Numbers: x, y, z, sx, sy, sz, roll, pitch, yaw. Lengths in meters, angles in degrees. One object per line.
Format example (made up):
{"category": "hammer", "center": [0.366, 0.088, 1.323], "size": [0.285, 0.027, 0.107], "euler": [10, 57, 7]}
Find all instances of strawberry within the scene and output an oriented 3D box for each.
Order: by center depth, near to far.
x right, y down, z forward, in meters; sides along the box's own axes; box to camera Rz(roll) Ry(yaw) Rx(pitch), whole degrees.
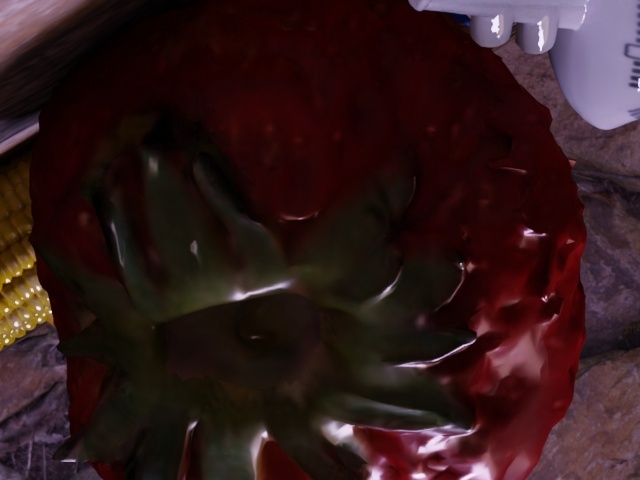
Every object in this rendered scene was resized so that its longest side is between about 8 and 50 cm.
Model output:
{"category": "strawberry", "center": [0.000, 0.000, 0.769], "size": [0.257, 0.257, 0.277], "euler": [-32, -166, 17]}

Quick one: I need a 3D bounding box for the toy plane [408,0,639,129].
{"category": "toy plane", "center": [0.118, -0.135, 0.666], "size": [0.251, 0.101, 0.255], "euler": [-33, 154, -20]}

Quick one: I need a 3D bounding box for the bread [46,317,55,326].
{"category": "bread", "center": [-0.132, -0.012, 1.617], "size": [0.305, 0.091, 0.142], "euler": [-31, -174, 19]}

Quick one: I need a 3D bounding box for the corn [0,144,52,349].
{"category": "corn", "center": [-0.140, -0.005, 0.884], "size": [0.248, 0.081, 0.081], "euler": [-33, 180, -5]}

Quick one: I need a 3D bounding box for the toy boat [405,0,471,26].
{"category": "toy boat", "center": [-0.029, -0.058, 1.149], "size": [0.295, 0.129, 0.088], "euler": [-30, -147, -21]}
